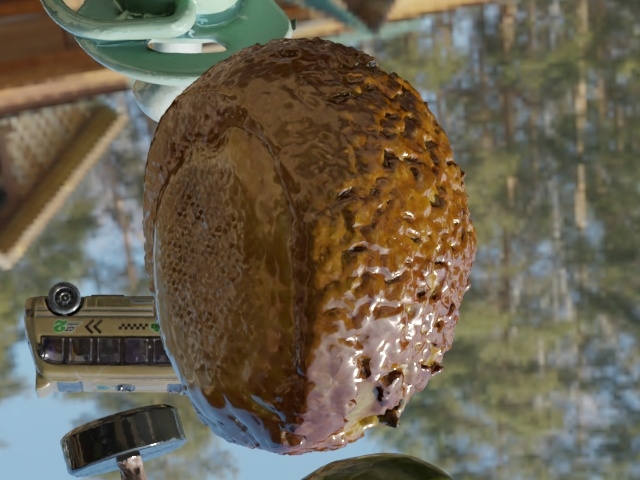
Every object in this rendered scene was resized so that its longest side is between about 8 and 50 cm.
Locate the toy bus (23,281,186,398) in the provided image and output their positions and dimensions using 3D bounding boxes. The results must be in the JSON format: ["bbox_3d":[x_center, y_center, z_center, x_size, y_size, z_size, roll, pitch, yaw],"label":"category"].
[{"bbox_3d":[-0.296,0.153,2.248,0.289,0.157,0.139,1,163,-8],"label":"toy bus"}]

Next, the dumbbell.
[{"bbox_3d":[-0.221,0.322,1.847,0.152,0.218,0.152,-17,168,-4],"label":"dumbbell"}]

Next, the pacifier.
[{"bbox_3d":[-0.181,-0.248,1.740,0.288,0.269,0.343,1,-139,-9],"label":"pacifier"}]

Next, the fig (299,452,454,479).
[{"bbox_3d":[0.036,0.292,1.343,0.203,0.203,0.225,9,-178,33],"label":"fig"}]

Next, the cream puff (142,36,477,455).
[{"bbox_3d":[0.000,0.000,1.105,0.212,0.303,0.303,-7,-161,-31],"label":"cream puff"}]
